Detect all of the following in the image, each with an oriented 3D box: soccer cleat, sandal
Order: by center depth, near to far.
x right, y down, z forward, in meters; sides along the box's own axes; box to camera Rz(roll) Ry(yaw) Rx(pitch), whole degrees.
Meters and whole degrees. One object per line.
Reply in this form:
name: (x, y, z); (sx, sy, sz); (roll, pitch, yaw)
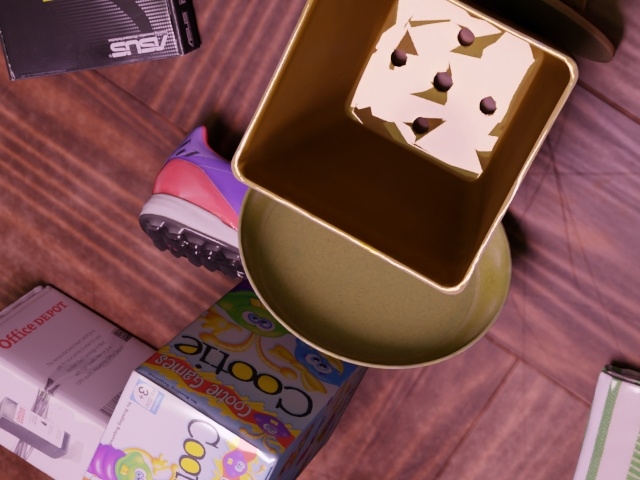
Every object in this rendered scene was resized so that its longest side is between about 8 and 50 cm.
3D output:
sandal: (0.155, -0.238, 1.393); (0.240, 0.088, 0.079); (27, 82, -8)
soccer cleat: (0.000, 0.000, 1.529); (0.318, 0.108, 0.116); (22, 71, 1)

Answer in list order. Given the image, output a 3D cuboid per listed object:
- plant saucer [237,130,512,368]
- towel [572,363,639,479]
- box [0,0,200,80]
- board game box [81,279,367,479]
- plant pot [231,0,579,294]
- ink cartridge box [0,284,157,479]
plant saucer: (0.044, 0.013, 1.457); (0.241, 0.241, 0.037); (33, 145, 8)
towel: (0.381, 0.258, 1.504); (0.325, 0.038, 0.248); (16, 114, 13)
box: (-0.219, -0.249, 1.555); (0.191, 0.045, 0.184); (-4, 104, 23)
board game box: (-0.074, 0.152, 1.507); (0.142, 0.275, 0.144); (31, 116, 9)
plant pot: (0.084, -0.114, 1.394); (0.212, 0.187, 0.212); (29, 110, 6)
ink cartridge box: (-0.229, 0.152, 1.633); (0.218, 0.158, 0.092); (32, 117, 9)
